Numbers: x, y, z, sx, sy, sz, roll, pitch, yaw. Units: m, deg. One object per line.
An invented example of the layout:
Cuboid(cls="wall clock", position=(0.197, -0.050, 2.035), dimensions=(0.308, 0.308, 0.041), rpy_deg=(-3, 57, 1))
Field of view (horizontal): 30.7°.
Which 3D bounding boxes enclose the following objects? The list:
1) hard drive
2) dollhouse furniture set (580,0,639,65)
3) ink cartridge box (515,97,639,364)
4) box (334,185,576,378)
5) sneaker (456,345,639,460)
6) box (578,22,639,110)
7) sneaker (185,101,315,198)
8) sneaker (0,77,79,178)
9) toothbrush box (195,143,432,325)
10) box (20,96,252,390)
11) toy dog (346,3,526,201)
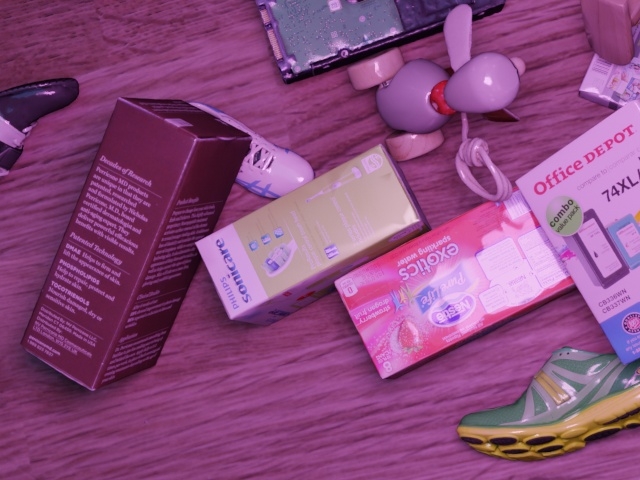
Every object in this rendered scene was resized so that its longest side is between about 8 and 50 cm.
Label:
Cuboid(cls="hard drive", position=(0.069, -0.389, 1.681), dimensions=(0.339, 0.064, 0.237), rpy_deg=(-20, 86, 0))
Cuboid(cls="dollhouse furniture set", position=(0.608, -0.323, 1.524), dimensions=(0.394, 0.256, 0.362), rpy_deg=(30, 77, 30))
Cuboid(cls="ink cartridge box", position=(0.424, -0.023, 1.467), dimensions=(0.198, 0.197, 0.270), rpy_deg=(-37, 77, 36))
Cuboid(cls="box", position=(0.192, 0.059, 1.586), dimensions=(0.300, 0.142, 0.154), rpy_deg=(-28, 78, 7))
Cuboid(cls="sneaker", position=(0.326, 0.214, 1.574), dimensions=(0.295, 0.109, 0.123), rpy_deg=(-19, 54, 12))
Cuboid(cls="box", position=(0.474, -0.236, 1.620), dimensions=(0.186, 0.038, 0.145), rpy_deg=(22, 87, 14))
Cuboid(cls="sneaker", position=(-0.119, -0.130, 1.703), dimensions=(0.237, 0.086, 0.085), rpy_deg=(27, 87, 12))
Cuboid(cls="sneaker", position=(-0.503, -0.145, 1.780), dimensions=(0.330, 0.122, 0.146), rpy_deg=(-21, 97, 7))
Cuboid(cls="toothbrush box", position=(0.000, 0.000, 1.601), dimensions=(0.283, 0.206, 0.122), rpy_deg=(-27, 79, 6))
Cuboid(cls="box", position=(-0.254, -0.001, 1.616), dimensions=(0.143, 0.191, 0.381), rpy_deg=(30, 103, 14))
Cuboid(cls="toy dog", position=(0.184, -0.205, 1.566), dimensions=(0.161, 0.220, 0.334), rpy_deg=(-32, 34, -21))
